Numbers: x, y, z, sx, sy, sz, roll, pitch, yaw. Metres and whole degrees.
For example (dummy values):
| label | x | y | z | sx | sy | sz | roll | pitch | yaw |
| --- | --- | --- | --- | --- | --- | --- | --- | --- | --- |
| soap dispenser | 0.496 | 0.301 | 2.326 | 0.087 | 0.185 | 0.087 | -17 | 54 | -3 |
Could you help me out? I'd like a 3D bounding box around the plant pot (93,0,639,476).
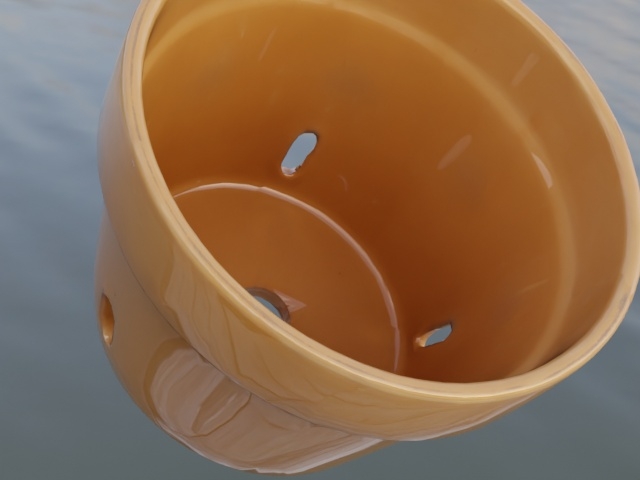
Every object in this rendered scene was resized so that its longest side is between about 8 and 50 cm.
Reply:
| label | x | y | z | sx | sy | sz | roll | pitch | yaw |
| --- | --- | --- | --- | --- | --- | --- | --- | --- | --- |
| plant pot | 0.000 | 0.000 | 0.891 | 0.290 | 0.203 | 0.291 | 14 | 53 | -19 |
